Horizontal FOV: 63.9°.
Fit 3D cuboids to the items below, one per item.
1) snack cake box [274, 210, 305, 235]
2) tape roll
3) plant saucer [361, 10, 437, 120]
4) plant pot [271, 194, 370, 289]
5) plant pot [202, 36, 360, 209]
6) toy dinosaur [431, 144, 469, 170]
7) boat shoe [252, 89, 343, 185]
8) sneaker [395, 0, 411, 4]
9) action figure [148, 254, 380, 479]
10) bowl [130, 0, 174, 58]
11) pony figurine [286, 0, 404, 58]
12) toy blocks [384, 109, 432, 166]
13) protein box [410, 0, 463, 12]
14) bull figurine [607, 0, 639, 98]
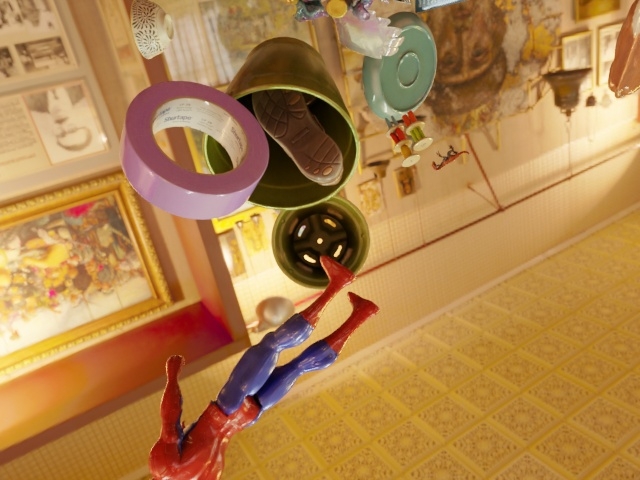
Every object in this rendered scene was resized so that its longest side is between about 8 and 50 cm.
[{"bbox_3d":[-0.074,-0.154,1.704,0.089,0.264,0.152,-36,-110,-28],"label":"snack cake box"},{"bbox_3d":[-0.244,-0.179,1.005,0.275,0.275,0.090,-34,171,-41],"label":"tape roll"},{"bbox_3d":[0.252,-0.515,1.543,0.317,0.317,0.044,-27,-143,-30],"label":"plant saucer"},{"bbox_3d":[0.000,0.000,1.546,0.276,0.276,0.254,-13,180,0],"label":"plant pot"},{"bbox_3d":[-0.096,-0.331,1.315,0.366,0.366,0.353,-9,-132,8],"label":"plant pot"},{"bbox_3d":[0.340,-0.220,1.387,0.090,0.047,0.082,7,-125,46],"label":"toy dinosaur"},{"bbox_3d":[-0.054,-0.252,1.198,0.123,0.324,0.116,-32,162,5],"label":"boat shoe"},{"bbox_3d":[0.304,-0.834,1.763,0.135,0.052,0.058,13,-152,25],"label":"sneaker"},{"bbox_3d":[-0.086,0.131,0.492,0.280,0.091,0.139,-47,-145,-16],"label":"action figure"},{"bbox_3d":[-0.480,-0.623,1.503,0.080,0.170,0.170,-1,-156,5],"label":"bowl"},{"bbox_3d":[0.065,-0.606,1.228,0.351,0.303,0.363,11,-155,-2],"label":"pony figurine"},{"bbox_3d":[0.222,-0.287,1.345,0.054,0.148,0.123,-12,156,-26],"label":"toy blocks"},{"bbox_3d":[0.353,-0.803,1.479,0.201,0.200,0.136,-12,-122,5],"label":"protein box"},{"bbox_3d":[0.743,-0.480,1.156,0.188,0.310,0.101,-32,-126,-32],"label":"bull figurine"}]
